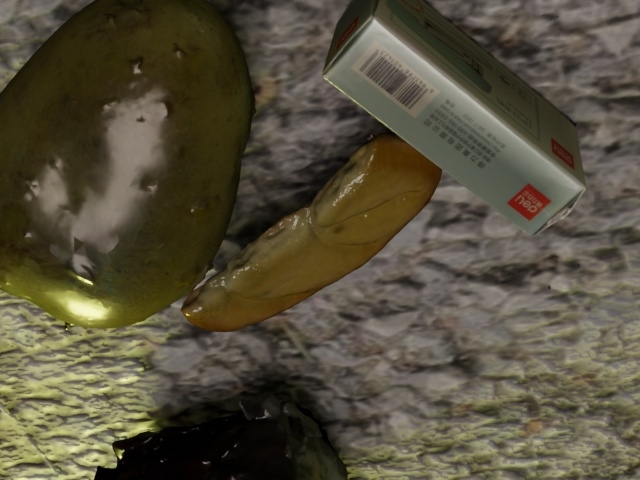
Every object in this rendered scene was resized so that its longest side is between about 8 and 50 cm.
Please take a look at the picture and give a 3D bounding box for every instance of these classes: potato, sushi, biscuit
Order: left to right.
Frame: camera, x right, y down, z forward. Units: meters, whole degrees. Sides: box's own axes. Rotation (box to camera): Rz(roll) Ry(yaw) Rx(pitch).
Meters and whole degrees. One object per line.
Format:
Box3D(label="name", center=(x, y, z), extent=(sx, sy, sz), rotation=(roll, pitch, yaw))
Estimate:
Box3D(label="potato", center=(-0.191, -0.071, 1.068), extent=(0.270, 0.219, 0.359), rotation=(35, 116, -16))
Box3D(label="sushi", center=(-0.108, 0.352, 1.269), extent=(0.294, 0.299, 0.281), rotation=(-21, 143, 20))
Box3D(label="biscuit", center=(0.001, 0.002, 1.138), extent=(0.299, 0.045, 0.154), rotation=(-41, 148, 13))

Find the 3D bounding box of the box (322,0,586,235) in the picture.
Box3D(label="box", center=(0.132, -0.131, 1.052), extent=(0.269, 0.135, 0.079), rotation=(36, 120, -14))
